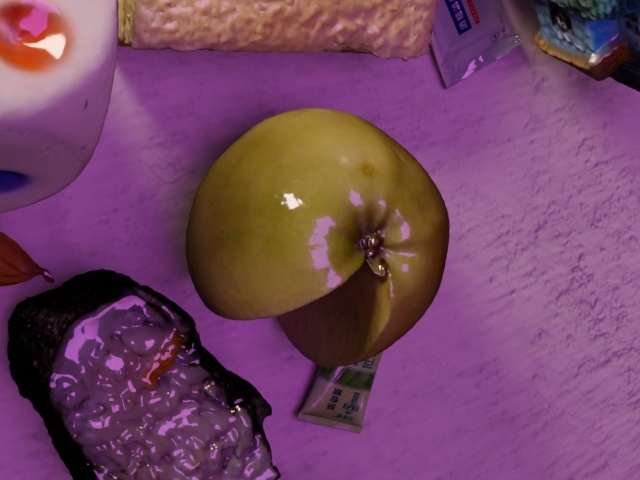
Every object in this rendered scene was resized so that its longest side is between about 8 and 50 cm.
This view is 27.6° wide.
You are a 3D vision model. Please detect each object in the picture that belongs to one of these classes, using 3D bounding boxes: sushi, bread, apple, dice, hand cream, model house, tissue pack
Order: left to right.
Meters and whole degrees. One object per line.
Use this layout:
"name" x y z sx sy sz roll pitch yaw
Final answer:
"dice" -0.366 -0.179 1.152 0.304 0.304 0.277 1 77 -29
"sushi" -0.191 0.184 1.409 0.211 0.171 0.350 -41 114 -15
"bread" -0.045 -0.319 1.413 0.375 0.165 0.237 -2 103 -28
"apple" 0.000 0.000 1.436 0.291 0.254 0.292 -3 95 -31
"hand cream" 0.039 0.147 1.594 0.095 0.046 0.175 17 91 -31
"tissue pack" 0.167 -0.299 1.605 0.122 0.026 0.193 -34 112 -19
"model house" 0.358 -0.261 1.602 0.225 0.261 0.241 -24 122 -15

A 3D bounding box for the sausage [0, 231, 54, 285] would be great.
"sausage" -0.427 0.021 1.295 0.328 0.112 0.112 -1 98 -29
